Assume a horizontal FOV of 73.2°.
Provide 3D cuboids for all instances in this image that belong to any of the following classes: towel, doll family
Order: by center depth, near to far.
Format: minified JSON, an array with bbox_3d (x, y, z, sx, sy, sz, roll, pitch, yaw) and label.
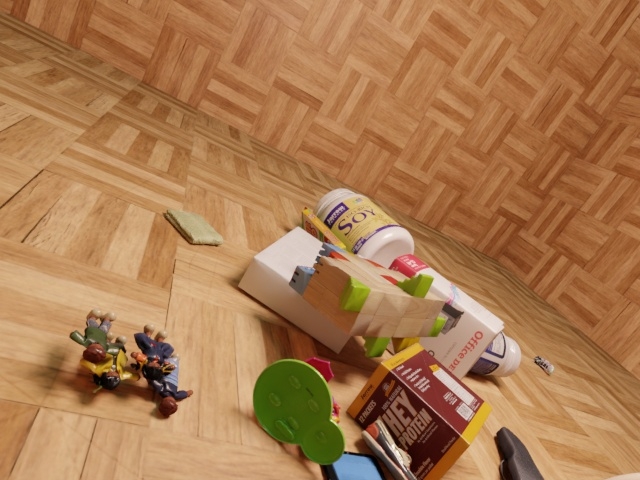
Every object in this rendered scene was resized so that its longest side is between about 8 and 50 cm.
[{"bbox_3d":[-0.258,0.175,0.604,0.193,0.076,0.111,24,14,-30],"label":"doll family"},{"bbox_3d":[-0.333,-0.036,1.136,0.148,0.027,0.110,41,21,30],"label":"towel"}]

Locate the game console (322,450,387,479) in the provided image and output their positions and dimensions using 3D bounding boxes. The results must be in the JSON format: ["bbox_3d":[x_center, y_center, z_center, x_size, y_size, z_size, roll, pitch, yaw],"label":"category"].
[{"bbox_3d":[0.073,0.354,0.665,0.122,0.107,0.071,21,48,-27],"label":"game console"}]

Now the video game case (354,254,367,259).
[{"bbox_3d":[0.075,0.056,1.127,0.122,0.011,0.087,-2,-22,41],"label":"video game case"}]

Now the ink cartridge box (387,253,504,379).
[{"bbox_3d":[0.279,0.213,1.130,0.306,0.226,0.131,39,19,26],"label":"ink cartridge box"}]

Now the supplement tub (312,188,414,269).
[{"bbox_3d":[0.136,-0.016,1.501,0.241,0.241,0.331,14,24,-43],"label":"supplement tub"}]

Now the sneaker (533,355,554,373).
[{"bbox_3d":[0.865,0.481,1.683,0.069,0.038,0.098,31,8,5],"label":"sneaker"}]

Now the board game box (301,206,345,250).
[{"bbox_3d":[0.000,0.000,1.435,0.039,0.124,0.259,-17,42,-22],"label":"board game box"}]

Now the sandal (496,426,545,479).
[{"bbox_3d":[0.423,0.490,0.917,0.097,0.054,0.254,42,10,12],"label":"sandal"}]

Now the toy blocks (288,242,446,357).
[{"bbox_3d":[0.085,0.102,0.954,0.381,0.190,0.261,14,14,-46],"label":"toy blocks"}]

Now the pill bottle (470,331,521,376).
[{"bbox_3d":[0.454,0.310,1.276,0.265,0.153,0.153,25,18,-21],"label":"pill bottle"}]

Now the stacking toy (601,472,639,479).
[{"bbox_3d":[0.466,0.566,0.480,0.350,0.350,0.480,34,36,10],"label":"stacking toy"}]

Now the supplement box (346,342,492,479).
[{"bbox_3d":[0.195,0.327,0.835,0.194,0.129,0.191,40,20,26],"label":"supplement box"}]

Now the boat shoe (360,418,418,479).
[{"bbox_3d":[0.128,0.368,0.729,0.043,0.049,0.137,-28,51,-27],"label":"boat shoe"}]

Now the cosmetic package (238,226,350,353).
[{"bbox_3d":[-0.014,0.108,1.148,0.284,0.097,0.377,32,17,5],"label":"cosmetic package"}]

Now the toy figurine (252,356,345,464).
[{"bbox_3d":[-0.009,0.264,0.729,0.173,0.130,0.159,47,11,12],"label":"toy figurine"}]
